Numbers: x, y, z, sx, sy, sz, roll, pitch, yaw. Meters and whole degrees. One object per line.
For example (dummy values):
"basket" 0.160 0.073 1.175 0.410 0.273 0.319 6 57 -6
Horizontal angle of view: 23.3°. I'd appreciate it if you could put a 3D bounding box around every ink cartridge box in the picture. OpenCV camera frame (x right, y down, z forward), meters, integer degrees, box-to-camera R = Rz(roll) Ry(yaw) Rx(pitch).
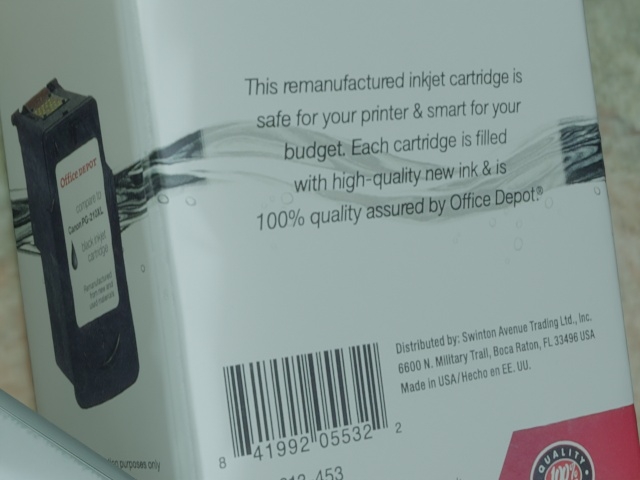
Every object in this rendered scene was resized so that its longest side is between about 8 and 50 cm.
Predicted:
"ink cartridge box" 0.000 0.000 0.492 0.172 0.100 0.237 -6 88 -35

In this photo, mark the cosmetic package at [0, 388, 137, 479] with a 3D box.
"cosmetic package" -0.223 0.146 0.276 0.284 0.097 0.377 40 76 -26
